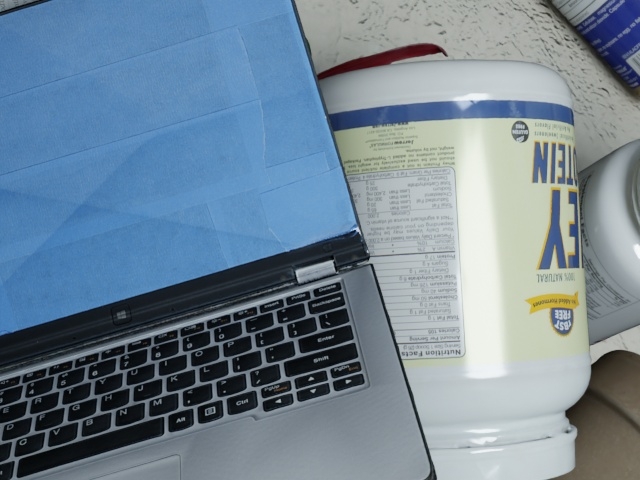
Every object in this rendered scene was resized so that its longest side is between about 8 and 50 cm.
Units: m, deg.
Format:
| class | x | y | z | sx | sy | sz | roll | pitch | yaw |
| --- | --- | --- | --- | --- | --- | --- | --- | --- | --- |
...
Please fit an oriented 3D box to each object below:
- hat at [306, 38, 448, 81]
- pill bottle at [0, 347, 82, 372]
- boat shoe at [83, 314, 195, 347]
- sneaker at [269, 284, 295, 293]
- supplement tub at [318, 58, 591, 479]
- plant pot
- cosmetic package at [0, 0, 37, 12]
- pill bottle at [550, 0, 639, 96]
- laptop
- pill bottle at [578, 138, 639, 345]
| class | x | y | z | sx | sy | sz | roll | pitch | yaw |
| --- | --- | --- | --- | --- | --- | --- | --- | --- | --- |
| hat | -0.042 | -0.174 | 1.142 | 0.208 | 0.183 | 0.173 | -25 | 84 | -27 |
| pill bottle | -0.288 | 0.045 | 1.007 | 0.208 | 0.117 | 0.117 | 26 | 65 | -12 |
| boat shoe | -0.166 | 0.211 | 0.986 | 0.123 | 0.123 | 0.342 | 5 | 83 | -27 |
| sneaker | 0.000 | 0.000 | 1.133 | 0.132 | 0.086 | 0.228 | -39 | 90 | 0 |
| supplement tub | 0.099 | 0.029 | 1.021 | 0.235 | 0.235 | 0.324 | -3 | 88 | -23 |
| plant pot | 0.254 | 0.267 | 1.104 | 0.229 | 0.263 | 0.263 | -34 | 88 | -10 |
| cosmetic package | -0.375 | -0.222 | 1.039 | 0.366 | 0.155 | 0.197 | -7 | 75 | -23 |
| pill bottle | 0.331 | -0.292 | 1.352 | 0.264 | 0.153 | 0.153 | 47 | 62 | -3 |
| laptop | -0.165 | 0.009 | 0.823 | 0.382 | 0.408 | 0.236 | -17 | 119 | 2 |
| pill bottle | 0.295 | -0.002 | 1.167 | 0.160 | 0.283 | 0.160 | 7 | 71 | -21 |
